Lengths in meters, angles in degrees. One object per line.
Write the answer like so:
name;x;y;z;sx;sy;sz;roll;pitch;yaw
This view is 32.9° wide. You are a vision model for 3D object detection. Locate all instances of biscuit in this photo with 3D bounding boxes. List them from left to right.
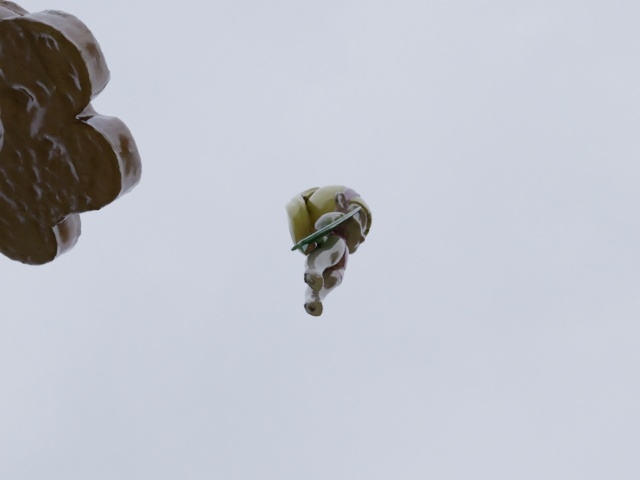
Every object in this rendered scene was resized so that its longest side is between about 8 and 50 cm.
biscuit;-0.225;-0.067;0.606;0.288;0.044;0.202;-7;-63;29

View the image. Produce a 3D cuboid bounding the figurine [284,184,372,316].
figurine;0.000;0.000;0.953;0.083;0.187;0.083;4;-60;7
